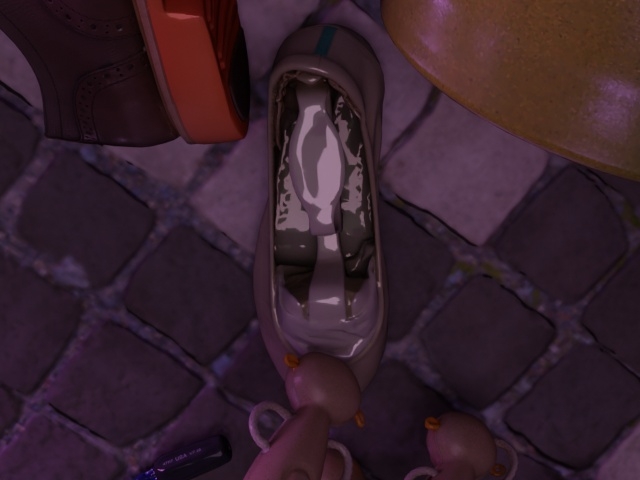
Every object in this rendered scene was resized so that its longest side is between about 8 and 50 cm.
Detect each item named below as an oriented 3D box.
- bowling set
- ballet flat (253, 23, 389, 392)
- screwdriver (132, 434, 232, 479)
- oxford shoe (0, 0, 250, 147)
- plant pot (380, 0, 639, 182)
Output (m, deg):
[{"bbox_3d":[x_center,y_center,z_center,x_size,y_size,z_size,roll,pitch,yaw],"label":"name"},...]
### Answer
[{"bbox_3d":[0.034,0.193,0.800,0.287,0.154,0.200,39,142,-18],"label":"bowling set"},{"bbox_3d":[0.000,0.000,0.737,0.086,0.086,0.248,-4,111,-2],"label":"ballet flat"},{"bbox_3d":[-0.134,0.168,0.825,0.170,0.024,0.025,-28,81,9],"label":"screwdriver"},{"bbox_3d":[-0.136,-0.182,0.595,0.132,0.130,0.364,-9,131,8],"label":"oxford shoe"},{"bbox_3d":[0.183,-0.222,0.546,0.366,0.366,0.353,13,121,-8],"label":"plant pot"}]
